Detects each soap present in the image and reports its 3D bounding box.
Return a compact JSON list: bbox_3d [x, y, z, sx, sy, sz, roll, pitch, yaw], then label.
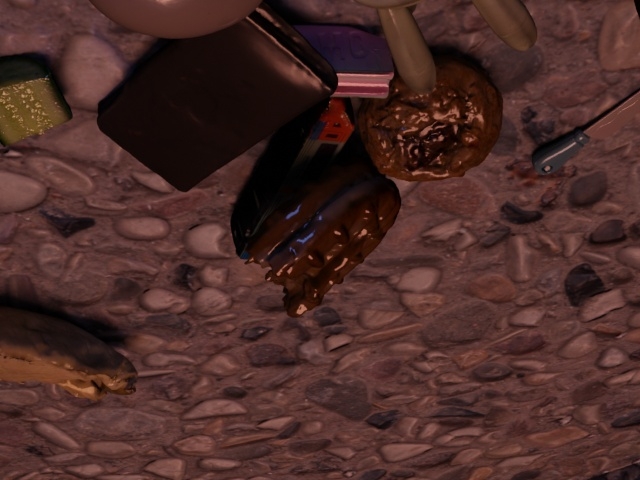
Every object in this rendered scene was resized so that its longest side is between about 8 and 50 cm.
[{"bbox_3d":[0.020,-0.250,1.425,0.149,0.100,0.056,1,142,-9],"label":"soap"}]

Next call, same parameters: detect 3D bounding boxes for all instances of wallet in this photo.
[{"bbox_3d":[-0.162,-0.196,1.447,0.197,0.051,0.377,39,136,-22],"label":"wallet"}]

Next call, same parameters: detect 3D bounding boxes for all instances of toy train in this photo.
[{"bbox_3d":[-0.039,-0.115,1.620,0.089,0.086,0.409,4,144,-26],"label":"toy train"}]

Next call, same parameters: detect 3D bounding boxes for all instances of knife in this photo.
[{"bbox_3d":[0.451,-0.181,1.671,0.244,0.032,0.058,-34,135,27],"label":"knife"}]

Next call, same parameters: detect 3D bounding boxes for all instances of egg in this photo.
[{"bbox_3d":[-0.170,-0.328,1.215,0.232,0.176,0.176,-2,146,-21],"label":"egg"}]

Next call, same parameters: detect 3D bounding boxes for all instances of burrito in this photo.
[{"bbox_3d":[-0.508,0.222,1.977,0.332,0.135,0.190,21,145,-39],"label":"burrito"}]

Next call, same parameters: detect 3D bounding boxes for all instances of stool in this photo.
[{"bbox_3d":[0.146,-0.321,1.267,0.195,0.195,0.198,-23,144,22],"label":"stool"}]

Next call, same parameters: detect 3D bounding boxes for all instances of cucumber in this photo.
[{"bbox_3d":[-0.419,-0.201,1.453,0.116,0.062,0.115,-17,146,1],"label":"cucumber"}]

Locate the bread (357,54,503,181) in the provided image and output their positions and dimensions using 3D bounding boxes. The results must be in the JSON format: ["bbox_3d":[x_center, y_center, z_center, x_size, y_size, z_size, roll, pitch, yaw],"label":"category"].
[{"bbox_3d":[0.166,-0.172,1.546,0.230,0.123,0.230,-5,148,-3],"label":"bread"}]

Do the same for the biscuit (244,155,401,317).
[{"bbox_3d":[0.014,-0.010,1.643,0.268,0.115,0.366,-42,170,-5],"label":"biscuit"}]

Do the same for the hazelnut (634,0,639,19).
[{"bbox_3d":[0.559,-0.339,1.136,0.402,0.402,0.429,25,122,-37],"label":"hazelnut"}]
